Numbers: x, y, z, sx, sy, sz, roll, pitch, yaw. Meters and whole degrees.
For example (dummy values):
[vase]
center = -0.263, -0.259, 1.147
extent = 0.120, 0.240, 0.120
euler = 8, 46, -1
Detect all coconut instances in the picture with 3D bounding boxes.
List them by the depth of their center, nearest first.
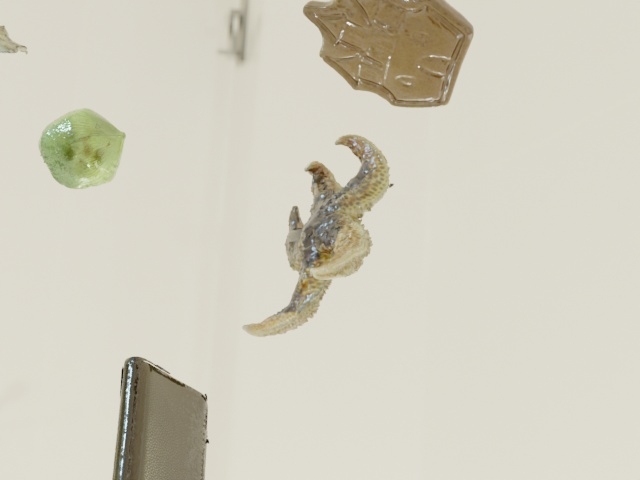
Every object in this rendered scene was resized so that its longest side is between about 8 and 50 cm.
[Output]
[coconut]
center = -0.254, -0.099, 1.792
extent = 0.096, 0.088, 0.088
euler = -19, 156, 16

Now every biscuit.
[biscuit]
center = 0.077, -0.253, 2.094
extent = 0.215, 0.034, 0.182
euler = 21, 134, 3

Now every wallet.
[wallet]
center = -0.141, 0.210, 1.443
extent = 0.031, 0.198, 0.110
euler = -17, 147, 30

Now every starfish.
[starfish]
center = 0.002, 0.001, 1.603
extent = 0.071, 0.216, 0.238
euler = 28, -176, -11

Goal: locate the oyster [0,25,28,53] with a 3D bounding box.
[oyster]
center = -0.353, -0.191, 1.528
extent = 0.165, 0.053, 0.108
euler = 7, -162, -7
